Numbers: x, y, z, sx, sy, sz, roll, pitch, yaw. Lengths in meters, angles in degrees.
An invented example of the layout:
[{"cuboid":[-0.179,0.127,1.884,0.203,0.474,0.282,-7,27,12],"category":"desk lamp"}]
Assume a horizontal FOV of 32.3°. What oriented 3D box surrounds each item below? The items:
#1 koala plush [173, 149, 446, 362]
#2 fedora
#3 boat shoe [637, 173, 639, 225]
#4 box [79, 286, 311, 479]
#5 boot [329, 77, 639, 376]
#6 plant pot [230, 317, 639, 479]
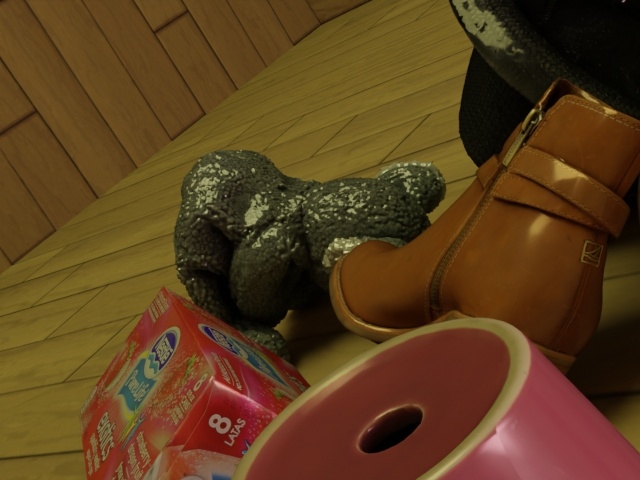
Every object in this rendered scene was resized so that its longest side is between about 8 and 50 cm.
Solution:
[{"cuboid":[0.000,0.000,1.004,0.221,0.203,0.196,-8,26,29],"category":"koala plush"},{"cuboid":[0.214,-0.126,0.911,0.152,0.334,0.334,-59,-4,38],"category":"fedora"},{"cuboid":[0.306,-0.065,0.721,0.097,0.116,0.324,-20,13,45],"category":"boat shoe"},{"cuboid":[-0.072,0.133,0.736,0.122,0.128,0.257,-57,17,0],"category":"box"},{"cuboid":[0.107,-0.012,0.747,0.283,0.109,0.220,-124,55,-71],"category":"boot"},{"cuboid":[0.064,0.138,0.427,0.201,0.180,0.201,-30,15,9],"category":"plant pot"}]
